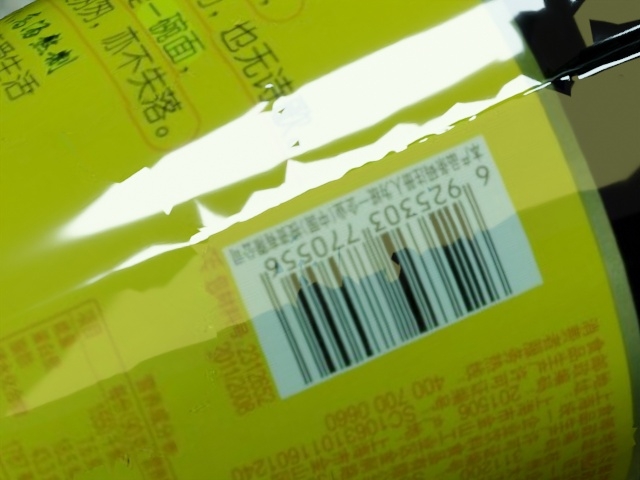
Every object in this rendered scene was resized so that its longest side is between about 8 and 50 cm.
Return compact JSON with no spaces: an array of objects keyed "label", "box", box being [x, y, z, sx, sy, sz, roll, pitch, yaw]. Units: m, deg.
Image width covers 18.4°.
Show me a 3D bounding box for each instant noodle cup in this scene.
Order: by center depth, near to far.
[{"label":"instant noodle cup","box":[0.000,0.000,0.492,0.236,0.215,0.215,-24,95,-14]}]
